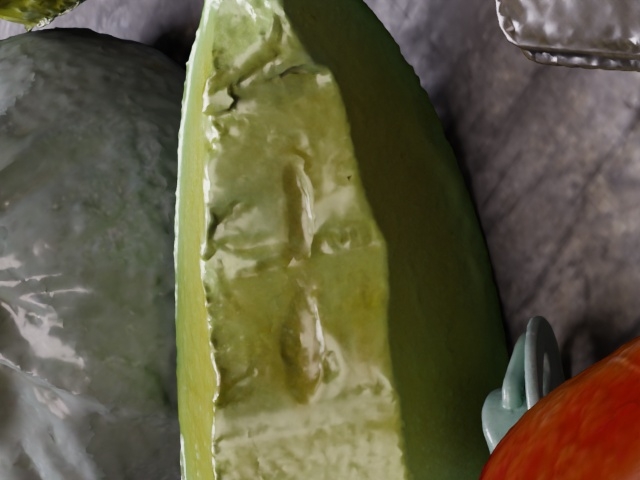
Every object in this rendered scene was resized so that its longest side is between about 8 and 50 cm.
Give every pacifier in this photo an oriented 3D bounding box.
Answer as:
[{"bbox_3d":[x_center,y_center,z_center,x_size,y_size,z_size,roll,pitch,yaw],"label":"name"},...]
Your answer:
[{"bbox_3d":[0.148,0.101,0.831,0.116,0.127,0.150,-12,115,15],"label":"pacifier"}]

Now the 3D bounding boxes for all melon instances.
[{"bbox_3d":[0.000,0.000,0.889,0.196,0.124,0.324,-5,94,8],"label":"melon"}]

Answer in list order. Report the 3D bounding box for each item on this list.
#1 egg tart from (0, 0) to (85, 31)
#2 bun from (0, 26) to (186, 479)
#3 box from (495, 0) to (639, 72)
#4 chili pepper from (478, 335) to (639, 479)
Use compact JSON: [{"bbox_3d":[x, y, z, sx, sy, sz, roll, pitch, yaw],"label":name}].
[{"bbox_3d":[-0.167,-0.196,1.020,0.197,0.197,0.078,-12,126,51],"label":"egg tart"},{"bbox_3d":[-0.187,0.037,1.064,0.362,0.211,0.362,8,102,45],"label":"bun"},{"bbox_3d":[0.171,-0.210,0.629,0.184,0.143,0.273,10,112,47],"label":"box"},{"bbox_3d":[0.229,0.112,0.612,0.251,0.229,0.305,34,136,-20],"label":"chili pepper"}]
